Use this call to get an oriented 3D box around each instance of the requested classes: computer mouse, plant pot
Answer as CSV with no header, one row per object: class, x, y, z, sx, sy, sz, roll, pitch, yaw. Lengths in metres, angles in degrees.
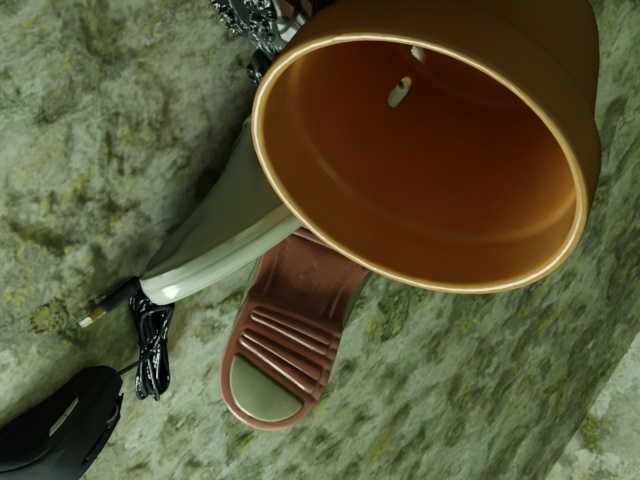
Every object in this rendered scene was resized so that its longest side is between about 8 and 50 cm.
computer mouse,-0.217,0.147,1.718,0.262,0.060,0.184,-36,147,-37
plant pot,0.113,-0.126,1.563,0.291,0.291,0.203,87,24,-49

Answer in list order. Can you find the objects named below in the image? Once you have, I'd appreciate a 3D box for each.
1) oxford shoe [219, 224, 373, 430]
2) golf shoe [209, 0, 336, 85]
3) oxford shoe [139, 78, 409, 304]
oxford shoe,0.000,0.000,1.898,0.397,0.140,0.146,-61,-176,-4
golf shoe,-0.035,-0.203,1.615,0.094,0.077,0.198,-46,136,-25
oxford shoe,-0.011,-0.111,1.738,0.449,0.130,0.169,-43,-165,-13
